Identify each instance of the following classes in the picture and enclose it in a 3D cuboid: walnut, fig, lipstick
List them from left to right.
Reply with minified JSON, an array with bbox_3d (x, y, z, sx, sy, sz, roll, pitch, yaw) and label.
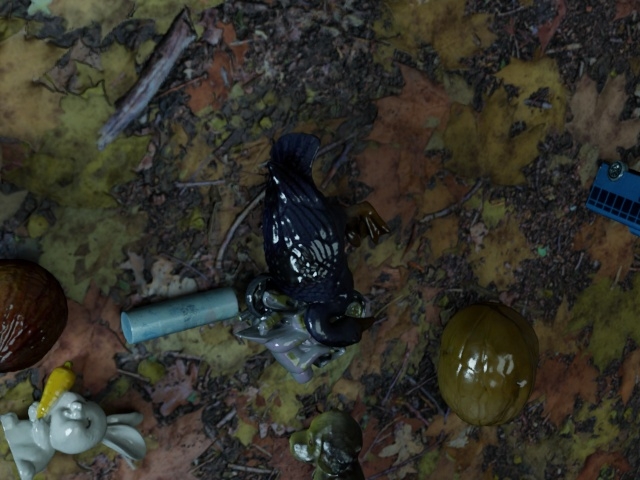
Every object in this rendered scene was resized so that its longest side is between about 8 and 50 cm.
[{"bbox_3d":[-0.391,0.120,1.343,0.133,0.201,0.146,-5,126,16],"label":"fig"},{"bbox_3d":[-0.193,0.102,1.540,0.157,0.048,0.048,-13,112,-26],"label":"lipstick"},{"bbox_3d":[0.264,0.198,1.763,0.167,0.167,0.207,-8,111,-27],"label":"walnut"}]

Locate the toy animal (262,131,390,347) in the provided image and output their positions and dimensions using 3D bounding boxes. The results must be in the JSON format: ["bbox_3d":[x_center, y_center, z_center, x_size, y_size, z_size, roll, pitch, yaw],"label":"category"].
[{"bbox_3d":[0.000,0.000,1.548,0.185,0.122,0.298,-40,115,-36],"label":"toy animal"}]

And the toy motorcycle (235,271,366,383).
[{"bbox_3d":[-0.029,0.132,1.625,0.225,0.073,0.152,13,92,-40],"label":"toy motorcycle"}]

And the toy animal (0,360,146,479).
[{"bbox_3d":[-0.329,0.247,1.500,0.181,0.131,0.127,-19,146,-15],"label":"toy animal"}]

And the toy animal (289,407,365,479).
[{"bbox_3d":[0.026,0.379,1.686,0.121,0.233,0.169,-7,150,-17],"label":"toy animal"}]

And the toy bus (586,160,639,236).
[{"bbox_3d":[0.530,-0.059,1.814,0.090,0.184,0.106,16,100,-32],"label":"toy bus"}]
